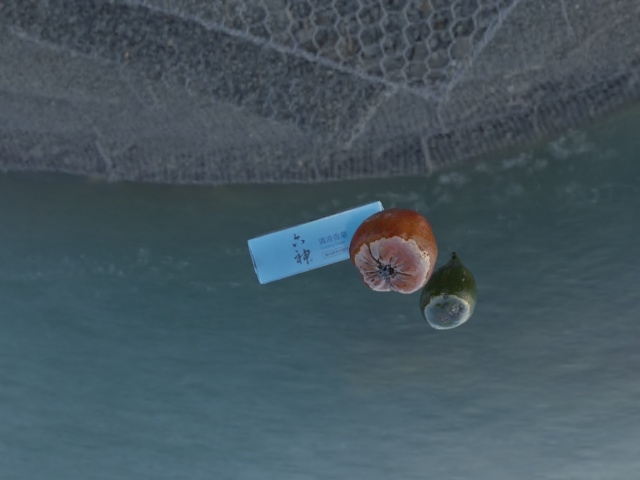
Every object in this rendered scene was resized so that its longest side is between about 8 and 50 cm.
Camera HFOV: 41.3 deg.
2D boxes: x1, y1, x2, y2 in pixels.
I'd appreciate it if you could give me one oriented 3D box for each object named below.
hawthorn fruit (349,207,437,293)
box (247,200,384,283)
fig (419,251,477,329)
[{"bbox_3d":[0.100,0.007,1.187,0.125,0.140,0.125,-3,158,-1],"label":"hawthorn fruit"},{"bbox_3d":[0.000,0.000,1.452,0.232,0.083,0.142,-18,-178,1],"label":"box"},{"bbox_3d":[0.258,0.089,1.652,0.117,0.177,0.117,17,137,16],"label":"fig"}]
